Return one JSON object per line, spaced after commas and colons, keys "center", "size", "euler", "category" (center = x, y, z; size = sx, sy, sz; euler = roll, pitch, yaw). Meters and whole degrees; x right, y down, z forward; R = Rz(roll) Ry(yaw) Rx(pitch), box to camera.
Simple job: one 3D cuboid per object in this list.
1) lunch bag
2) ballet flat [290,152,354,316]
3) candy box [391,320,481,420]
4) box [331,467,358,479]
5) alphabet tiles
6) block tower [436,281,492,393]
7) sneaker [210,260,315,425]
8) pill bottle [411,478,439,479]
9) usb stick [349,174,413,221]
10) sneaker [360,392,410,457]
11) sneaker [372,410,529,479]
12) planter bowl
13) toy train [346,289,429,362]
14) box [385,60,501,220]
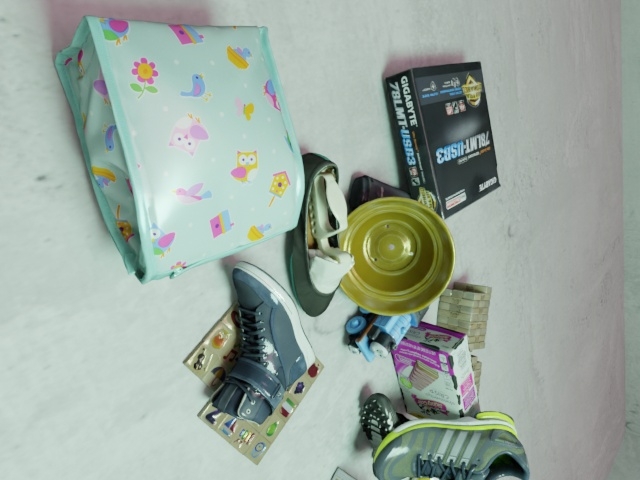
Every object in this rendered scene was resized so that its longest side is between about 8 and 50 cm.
{"center": [-0.148, -0.102, 0.520], "size": [0.223, 0.160, 0.262], "euler": [-22, 104, -41], "category": "lunch bag"}
{"center": [0.000, 0.000, 0.713], "size": [0.095, 0.096, 0.280], "euler": [-18, 107, -41], "category": "ballet flat"}
{"center": [0.241, 0.290, 0.934], "size": [0.071, 0.159, 0.233], "euler": [-33, 116, -34], "category": "candy box"}
{"center": [0.044, 0.559, 0.812], "size": [0.203, 0.114, 0.103], "euler": [-55, 128, -22], "category": "box"}
{"center": [-0.104, 0.216, 0.702], "size": [0.198, 0.009, 0.237], "euler": [-51, 126, -26], "category": "alphabet tiles"}
{"center": [0.335, 0.272, 1.068], "size": [0.097, 0.091, 0.335], "euler": [8, 89, -44], "category": "block tower"}
{"center": [-0.102, 0.157, 0.631], "size": [0.163, 0.086, 0.226], "euler": [-44, 124, -34], "category": "sneaker"}
{"center": [0.248, 0.577, 1.041], "size": [0.065, 0.065, 0.116], "euler": [37, 70, -40], "category": "pill bottle"}
{"center": [0.163, -0.064, 0.894], "size": [0.278, 0.045, 0.077], "euler": [13, 87, -43], "category": "usb stick"}
{"center": [0.149, 0.392, 0.920], "size": [0.106, 0.078, 0.234], "euler": [-35, 122, -38], "category": "sneaker"}
{"center": [0.246, 0.406, 0.822], "size": [0.300, 0.121, 0.111], "euler": [-10, 112, -4], "category": "sneaker"}
{"center": [0.132, 0.021, 0.814], "size": [0.090, 0.217, 0.217], "euler": [-60, 145, -75], "category": "planter bowl"}
{"center": [0.129, 0.150, 0.847], "size": [0.184, 0.105, 0.080], "euler": [-47, 124, -29], "category": "toy train"}
{"center": [0.276, -0.218, 0.939], "size": [0.295, 0.073, 0.293], "euler": [-24, 103, -42], "category": "box"}
